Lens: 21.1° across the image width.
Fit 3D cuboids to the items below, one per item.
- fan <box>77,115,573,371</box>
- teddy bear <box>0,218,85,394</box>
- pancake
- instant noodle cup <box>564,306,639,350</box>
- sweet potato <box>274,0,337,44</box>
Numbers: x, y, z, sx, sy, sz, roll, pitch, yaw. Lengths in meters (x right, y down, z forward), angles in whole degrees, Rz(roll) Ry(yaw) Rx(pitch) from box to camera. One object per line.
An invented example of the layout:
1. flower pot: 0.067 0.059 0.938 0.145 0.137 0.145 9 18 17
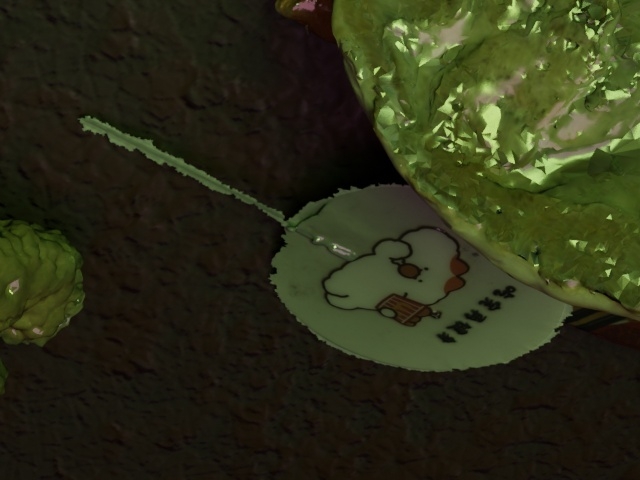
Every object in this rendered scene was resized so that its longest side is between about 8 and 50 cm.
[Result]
1. fan: 0.000 0.001 1.047 0.329 0.009 0.191 27 141 -18
2. teddy bear: -0.295 0.070 0.998 0.267 0.156 0.256 27 121 -28
3. pancake: 0.188 -0.142 0.834 0.387 0.082 0.386 0 84 4
4. instant noodle cup: 0.203 -0.031 1.000 0.274 0.090 0.274 18 153 10
5. sweet potato: 0.070 -0.126 0.964 0.195 0.056 0.056 -1 128 -13
